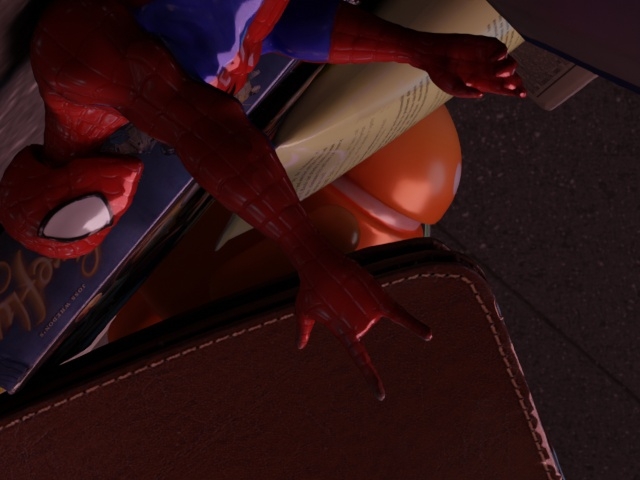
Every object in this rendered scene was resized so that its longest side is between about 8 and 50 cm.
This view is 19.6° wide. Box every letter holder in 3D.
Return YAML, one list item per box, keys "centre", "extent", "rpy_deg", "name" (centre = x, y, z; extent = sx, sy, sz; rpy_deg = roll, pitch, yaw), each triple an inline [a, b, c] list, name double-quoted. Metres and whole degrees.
- centre: [-0.063, 0.098, 0.790]
  extent: [0.302, 0.214, 0.152]
  rpy_deg: [-23, -147, 1]
  name: "letter holder"

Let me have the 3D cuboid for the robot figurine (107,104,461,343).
- centre: [-0.016, -0.015, 0.941]
  extent: [0.219, 0.128, 0.158]
  rpy_deg: [-49, 158, 14]
  name: "robot figurine"

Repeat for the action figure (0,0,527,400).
- centre: [0.032, -0.079, 0.464]
  extent: [0.280, 0.139, 0.091]
  rpy_deg: [-47, 179, 16]
  name: "action figure"

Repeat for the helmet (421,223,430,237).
- centre: [0.000, 0.000, 1.344]
  extent: [0.169, 0.161, 0.169]
  rpy_deg: [-49, 179, -1]
  name: "helmet"

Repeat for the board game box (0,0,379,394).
- centre: [-0.044, -0.052, 0.731]
  extent: [0.243, 0.042, 0.165]
  rpy_deg: [-49, 179, 5]
  name: "board game box"

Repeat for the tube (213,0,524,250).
- centre: [0.048, -0.087, 0.739]
  extent: [0.240, 0.062, 0.070]
  rpy_deg: [-44, 133, -25]
  name: "tube"

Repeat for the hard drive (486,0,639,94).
- centre: [0.151, -0.118, 0.467]
  extent: [0.210, 0.040, 0.318]
  rpy_deg: [-46, -167, 4]
  name: "hard drive"

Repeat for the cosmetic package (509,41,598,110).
- centre: [0.155, -0.191, 1.210]
  extent: [0.129, 0.153, 0.296]
  rpy_deg: [-48, -179, -2]
  name: "cosmetic package"

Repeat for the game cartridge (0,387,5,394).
- centre: [-0.168, 0.073, 0.930]
  extent: [0.083, 0.017, 0.056]
  rpy_deg: [-49, 176, -6]
  name: "game cartridge"
